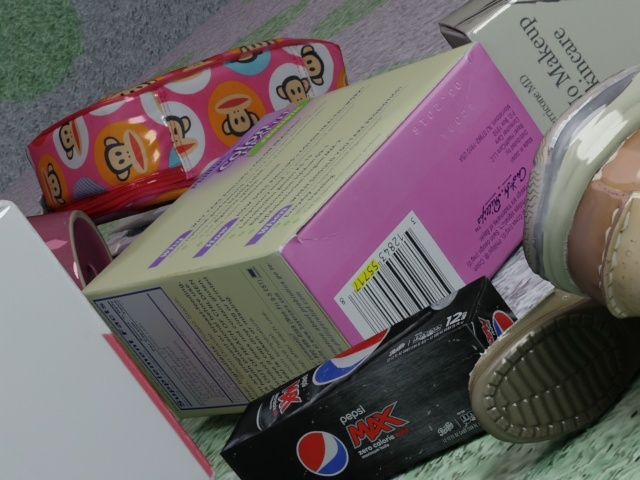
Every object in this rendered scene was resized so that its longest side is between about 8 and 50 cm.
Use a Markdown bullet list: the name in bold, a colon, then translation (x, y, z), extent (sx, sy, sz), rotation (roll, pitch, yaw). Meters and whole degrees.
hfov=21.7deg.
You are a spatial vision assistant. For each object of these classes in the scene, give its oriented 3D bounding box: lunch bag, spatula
- **lunch bag**: translation (-0.134, -0.101, 1.628), extent (0.293, 0.120, 0.258), rotation (-20, 3, -34)
- **spatula**: translation (-0.189, -0.012, 1.840), extent (0.242, 0.019, 0.168), rotation (-23, 19, 47)

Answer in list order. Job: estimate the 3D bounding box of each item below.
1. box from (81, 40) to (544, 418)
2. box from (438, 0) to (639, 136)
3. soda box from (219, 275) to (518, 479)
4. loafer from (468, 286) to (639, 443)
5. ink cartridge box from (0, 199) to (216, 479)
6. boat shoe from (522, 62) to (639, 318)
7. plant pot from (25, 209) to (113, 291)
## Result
- **box**: translation (0.000, 0.000, 1.094), extent (0.243, 0.117, 0.213), rotation (-12, 29, 53)
- **box**: translation (0.229, -0.191, 1.191), extent (0.275, 0.113, 0.094), rotation (-39, 15, 0)
- **soda box**: translation (0.031, 0.086, 0.879), extent (0.169, 0.060, 0.053), rotation (-30, 15, 28)
- **loafer**: translation (0.125, 0.047, 0.798), extent (0.148, 0.056, 0.050), rotation (-32, 10, -23)
- **ink cartridge box**: translation (-0.224, 0.101, 1.124), extent (0.131, 0.226, 0.306), rotation (-41, 13, -20)
- **boat shoe**: translation (0.240, -0.052, 0.749), extent (0.324, 0.123, 0.116), rotation (-33, 45, -21)
- **plant pot**: translation (-0.279, 0.062, 1.507), extent (0.180, 0.201, 0.201), rotation (-19, 16, 7)
